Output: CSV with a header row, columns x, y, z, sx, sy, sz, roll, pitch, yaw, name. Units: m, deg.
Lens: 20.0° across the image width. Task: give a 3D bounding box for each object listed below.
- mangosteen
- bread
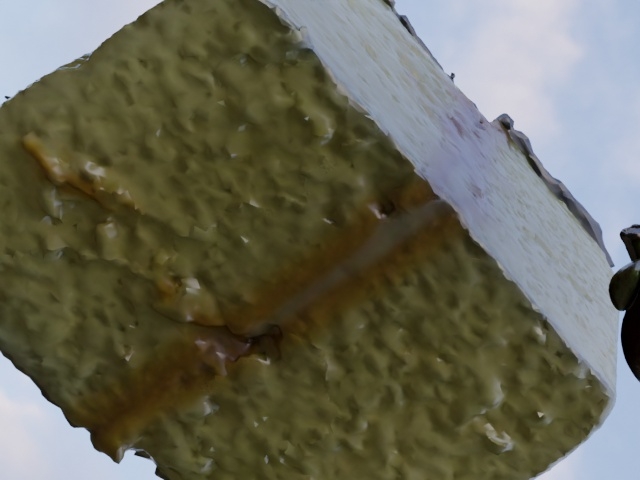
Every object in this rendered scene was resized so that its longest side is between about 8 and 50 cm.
x,y,z,sx,sy,sz,roll,pitch,yaw,name
0.168,0.036,0.809,0.081,0.081,0.081,20,-58,36,mangosteen
0.000,0.000,1.028,0.242,0.405,0.346,-35,-80,11,bread
